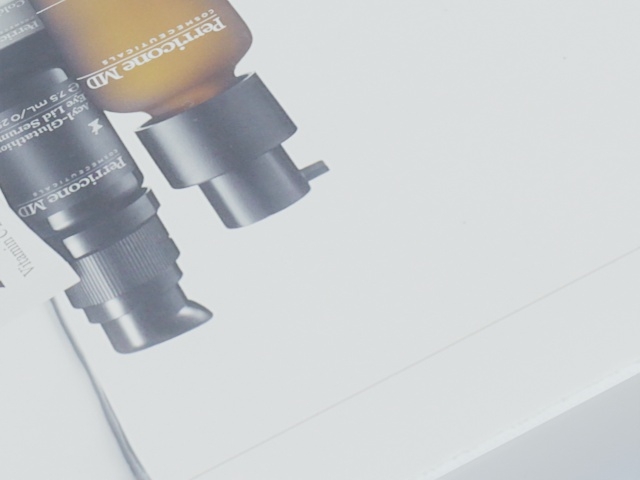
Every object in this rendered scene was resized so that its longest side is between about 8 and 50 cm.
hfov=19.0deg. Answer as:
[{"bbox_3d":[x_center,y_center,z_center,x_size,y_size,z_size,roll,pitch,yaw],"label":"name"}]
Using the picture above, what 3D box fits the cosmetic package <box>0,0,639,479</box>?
[{"bbox_3d":[0.000,0.000,0.544,0.377,0.097,0.284,-27,42,-8],"label":"cosmetic package"}]
